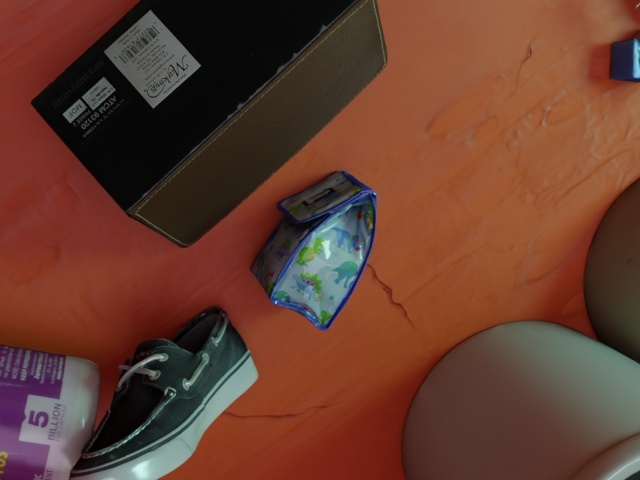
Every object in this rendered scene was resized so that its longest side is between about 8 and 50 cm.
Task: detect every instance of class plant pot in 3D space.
[{"bbox_3d":[0.474,0.056,1.171,0.284,0.191,0.284,-3,102,-13],"label":"plant pot"}]

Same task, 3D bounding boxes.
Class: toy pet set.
[{"bbox_3d":[0.368,-0.209,1.129,0.065,0.114,0.122,-46,107,-10],"label":"toy pet set"}]

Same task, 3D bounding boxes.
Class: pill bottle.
[{"bbox_3d":[-0.381,0.177,1.011,0.302,0.169,0.169,11,99,-15],"label":"pill bottle"}]

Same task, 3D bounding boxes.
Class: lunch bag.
[{"bbox_3d":[0.000,0.000,1.081,0.096,0.129,0.151,32,94,-18],"label":"lunch bag"}]

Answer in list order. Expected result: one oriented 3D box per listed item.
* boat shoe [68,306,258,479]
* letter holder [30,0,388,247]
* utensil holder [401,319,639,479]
[{"bbox_3d":[-0.157,0.148,1.008,0.108,0.301,0.102,-14,102,28],"label":"boat shoe"},{"bbox_3d":[-0.093,-0.156,1.031,0.302,0.214,0.152,-43,76,-1],"label":"letter holder"},{"bbox_3d":[0.285,0.281,1.074,0.328,0.385,0.327,-2,102,-12],"label":"utensil holder"}]
